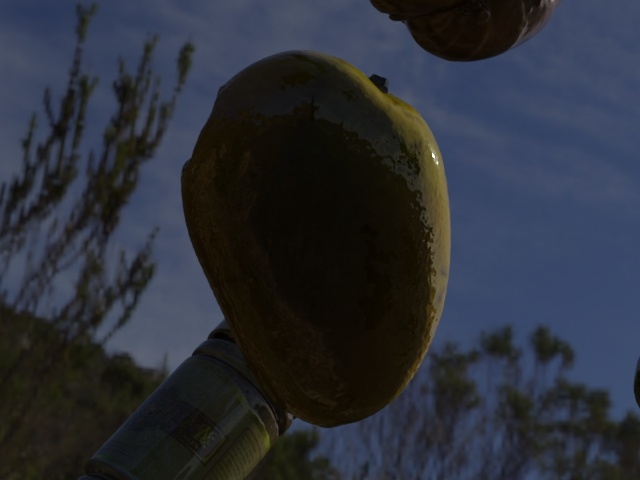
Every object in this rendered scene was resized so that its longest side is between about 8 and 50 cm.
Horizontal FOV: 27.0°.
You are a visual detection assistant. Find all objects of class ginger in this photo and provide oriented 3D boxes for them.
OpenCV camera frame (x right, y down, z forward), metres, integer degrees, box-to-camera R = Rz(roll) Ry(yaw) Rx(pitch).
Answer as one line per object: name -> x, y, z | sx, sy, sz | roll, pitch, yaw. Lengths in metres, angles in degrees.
ginger -> 0.210, -0.355, 1.696 | 0.274, 0.152, 0.357 | -37, -31, 16

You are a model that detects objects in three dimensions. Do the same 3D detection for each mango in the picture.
mango -> 0.000, 0.000, 1.273 | 0.253, 0.365, 0.182 | -6, 3, 0

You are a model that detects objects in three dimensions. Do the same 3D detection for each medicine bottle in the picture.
medicine bottle -> -0.146, 0.233, 1.591 | 0.151, 0.322, 0.151 | 29, -35, 22

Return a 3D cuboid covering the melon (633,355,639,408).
melon -> 0.332, 0.115, 1.117 | 0.114, 0.114, 0.167 | 20, -28, -28
